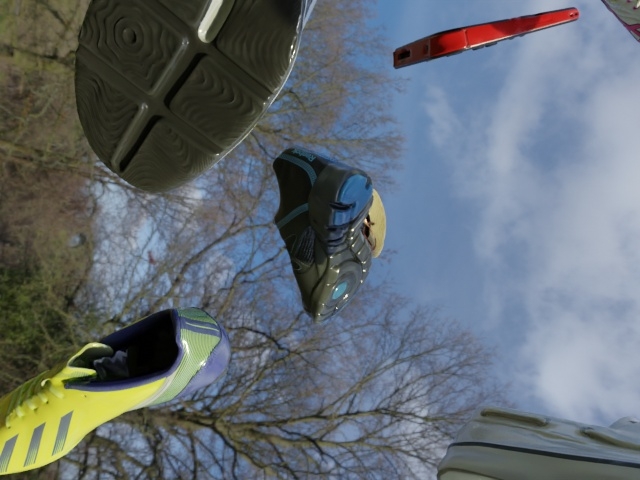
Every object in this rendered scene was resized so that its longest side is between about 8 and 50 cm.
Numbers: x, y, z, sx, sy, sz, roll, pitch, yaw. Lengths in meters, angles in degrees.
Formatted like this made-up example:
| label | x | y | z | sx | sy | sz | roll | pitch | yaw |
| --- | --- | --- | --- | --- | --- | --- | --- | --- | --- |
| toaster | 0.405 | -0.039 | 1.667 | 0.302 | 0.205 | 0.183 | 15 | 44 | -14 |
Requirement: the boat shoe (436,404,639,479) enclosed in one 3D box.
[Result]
| label | x | y | z | sx | sy | sz | roll | pitch | yaw |
| --- | --- | --- | --- | --- | --- | --- | --- | --- | --- |
| boat shoe | 0.293 | 0.200 | 0.412 | 0.367 | 0.156 | 0.136 | -13 | -66 | 47 |

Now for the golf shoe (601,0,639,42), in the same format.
| label | x | y | z | sx | sy | sz | roll | pitch | yaw |
| --- | --- | --- | --- | --- | --- | --- | --- | --- | --- |
| golf shoe | 0.379 | -0.267 | 0.543 | 0.067 | 0.086 | 0.186 | -55 | -132 | 36 |

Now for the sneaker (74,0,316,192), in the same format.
| label | x | y | z | sx | sy | sz | roll | pitch | yaw |
| --- | --- | --- | --- | --- | --- | --- | --- | --- | --- |
| sneaker | -0.044 | -0.247 | 0.457 | 0.447 | 0.169 | 0.257 | -50 | -177 | 25 |

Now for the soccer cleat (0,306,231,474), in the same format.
| label | x | y | z | sx | sy | sz | roll | pitch | yaw |
| --- | --- | --- | --- | --- | --- | --- | --- | --- | --- |
| soccer cleat | -0.228 | 0.137 | 0.451 | 0.121 | 0.289 | 0.093 | 60 | 7 | -59 |

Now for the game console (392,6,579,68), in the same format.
| label | x | y | z | sx | sy | sz | roll | pitch | yaw |
| --- | --- | --- | --- | --- | --- | --- | --- | --- | --- |
| game console | 0.389 | -0.508 | 1.211 | 0.386 | 0.342 | 0.060 | -122 | -160 | -71 |

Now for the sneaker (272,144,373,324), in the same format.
| label | x | y | z | sx | sy | sz | roll | pitch | yaw |
| --- | --- | --- | --- | --- | --- | --- | --- | --- | --- |
| sneaker | 0.000 | 0.000 | 0.750 | 0.139 | 0.125 | 0.341 | 35 | -37 | 28 |

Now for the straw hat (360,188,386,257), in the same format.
| label | x | y | z | sx | sy | sz | roll | pitch | yaw |
| --- | --- | --- | --- | --- | --- | --- | --- | --- | --- |
| straw hat | 0.074 | -0.035 | 0.948 | 0.061 | 0.144 | 0.144 | -7 | -105 | 35 |
